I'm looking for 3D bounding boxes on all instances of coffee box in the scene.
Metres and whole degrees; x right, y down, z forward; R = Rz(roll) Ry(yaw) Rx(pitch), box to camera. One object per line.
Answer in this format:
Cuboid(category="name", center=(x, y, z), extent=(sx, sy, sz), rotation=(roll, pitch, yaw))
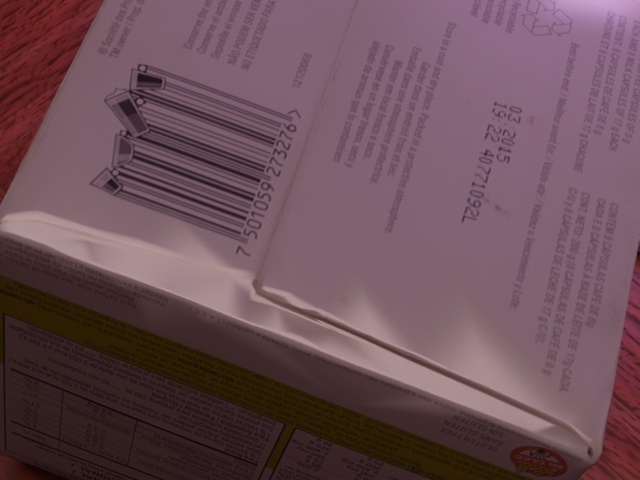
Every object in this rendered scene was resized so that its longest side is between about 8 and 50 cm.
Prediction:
Cuboid(category="coffee box", center=(0.000, 0.000, 0.886), extent=(0.338, 0.334, 0.337), rotation=(20, 58, -1))

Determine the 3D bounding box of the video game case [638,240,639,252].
Cuboid(category="video game case", center=(0.383, -0.026, 1.132), extent=(0.183, 0.023, 0.201), rotation=(33, 64, 12))
